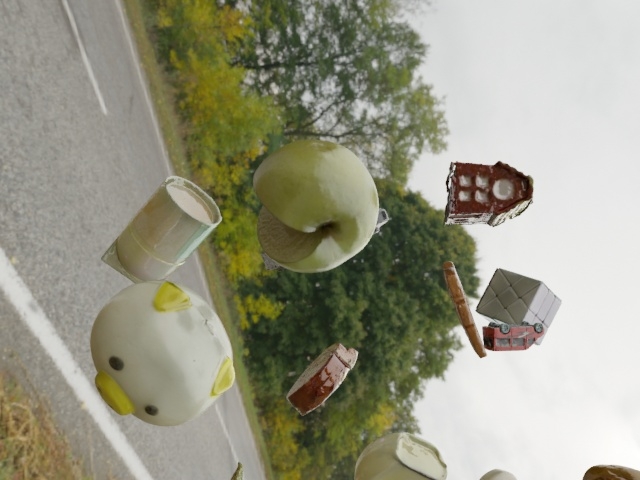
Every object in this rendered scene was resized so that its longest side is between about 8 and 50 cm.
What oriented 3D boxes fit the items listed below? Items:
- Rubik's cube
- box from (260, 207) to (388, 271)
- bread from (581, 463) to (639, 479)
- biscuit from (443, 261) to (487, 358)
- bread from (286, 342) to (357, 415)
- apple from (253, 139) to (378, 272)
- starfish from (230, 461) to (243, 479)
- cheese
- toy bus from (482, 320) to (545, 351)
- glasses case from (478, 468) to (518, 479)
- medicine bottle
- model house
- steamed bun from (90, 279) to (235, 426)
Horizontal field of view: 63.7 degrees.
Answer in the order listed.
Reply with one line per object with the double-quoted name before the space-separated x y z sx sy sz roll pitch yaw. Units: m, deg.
"Rubik's cube" 0.840 0.279 2.183 0.231 0.224 0.222 21 -101 54
"box" 0.000 0.000 1.562 0.350 0.358 0.091 156 -87 -75
"bread" 0.980 0.833 1.650 0.195 0.269 0.143 -52 132 -34
"biscuit" 0.433 0.210 1.570 0.284 0.043 0.307 42 30 -63
"bread" -0.001 0.571 2.119 0.114 0.295 0.327 46 32 1
"apple" -0.020 -0.078 1.126 0.254 0.291 0.292 -113 -166 -48
"starfish" -0.256 0.646 1.064 0.357 0.347 0.078 24 -24 49
"cheese" 0.241 0.692 1.538 0.233 0.265 0.127 -57 -168 29
"toy bus" 0.622 0.306 1.652 0.081 0.195 0.090 163 -73 -76
"glasses case" 0.386 0.560 1.031 0.197 0.083 0.050 64 -13 5
"medicine bottle" -0.559 -0.004 1.792 0.235 0.406 0.236 41 19 -17
"model house" 0.482 -0.128 1.461 0.196 0.253 0.160 45 45 -76
"steamed bun" -0.399 0.283 1.311 0.374 0.333 0.334 57 -1 -13
